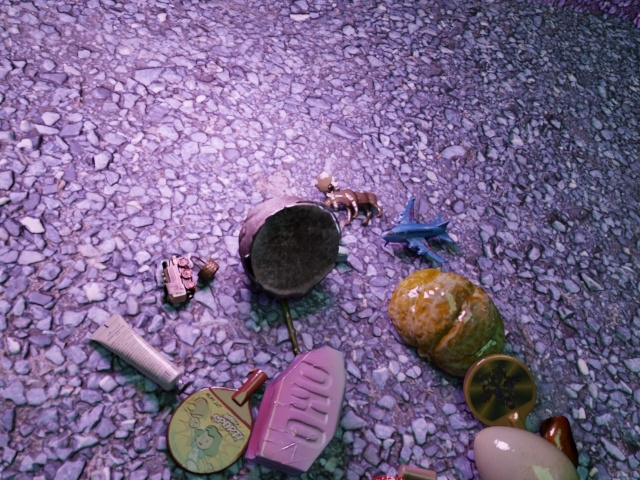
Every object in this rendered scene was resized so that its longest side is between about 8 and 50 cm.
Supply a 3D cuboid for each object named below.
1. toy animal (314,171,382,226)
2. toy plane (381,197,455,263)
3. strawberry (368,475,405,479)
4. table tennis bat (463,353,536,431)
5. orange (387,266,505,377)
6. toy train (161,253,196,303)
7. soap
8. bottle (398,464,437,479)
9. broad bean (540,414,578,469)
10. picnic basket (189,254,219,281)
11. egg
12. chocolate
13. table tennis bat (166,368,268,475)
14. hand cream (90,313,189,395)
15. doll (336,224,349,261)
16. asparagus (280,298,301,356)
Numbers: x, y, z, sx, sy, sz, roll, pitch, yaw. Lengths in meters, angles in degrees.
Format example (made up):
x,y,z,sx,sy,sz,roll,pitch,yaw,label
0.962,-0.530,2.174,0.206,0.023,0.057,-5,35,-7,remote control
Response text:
x,y,z,sx,sy,sz,roll,pitch,yaw,label
0.086,-0.136,1.990,0.215,0.093,0.185,0,63,-28,toy animal
0.309,-0.025,1.976,0.272,0.105,0.254,-10,61,-23,toy plane
0.171,0.668,1.385,0.261,0.257,0.260,-4,57,6,strawberry
0.528,0.470,1.701,0.199,0.050,0.320,-27,91,1,table tennis bat
0.391,0.221,1.786,0.369,0.210,0.271,37,57,10,orange
-0.396,0.104,1.682,0.087,0.050,0.137,-11,62,-21,toy train
-0.047,0.423,1.544,0.193,0.109,0.323,26,56,-14,soap
0.252,0.612,1.579,0.097,0.045,0.045,17,54,-7,bottle
0.679,0.585,1.722,0.114,0.084,0.165,-2,65,-26,broad bean
-0.334,0.072,1.712,0.083,0.072,0.072,39,54,-3,picnic basket
0.528,0.604,1.573,0.295,0.218,0.218,42,55,19,egg
-0.116,-0.006,1.726,0.303,0.303,0.213,-15,29,-27,chocolate
-0.247,0.444,1.524,0.200,0.038,0.310,41,58,7,table tennis bat
-0.451,0.294,1.540,0.276,0.059,0.095,35,55,11,hand cream
0.000,0.000,1.881,0.159,0.059,0.159,-8,63,-24,doll
-0.080,0.251,1.712,0.024,0.025,0.248,30,36,-56,asparagus
